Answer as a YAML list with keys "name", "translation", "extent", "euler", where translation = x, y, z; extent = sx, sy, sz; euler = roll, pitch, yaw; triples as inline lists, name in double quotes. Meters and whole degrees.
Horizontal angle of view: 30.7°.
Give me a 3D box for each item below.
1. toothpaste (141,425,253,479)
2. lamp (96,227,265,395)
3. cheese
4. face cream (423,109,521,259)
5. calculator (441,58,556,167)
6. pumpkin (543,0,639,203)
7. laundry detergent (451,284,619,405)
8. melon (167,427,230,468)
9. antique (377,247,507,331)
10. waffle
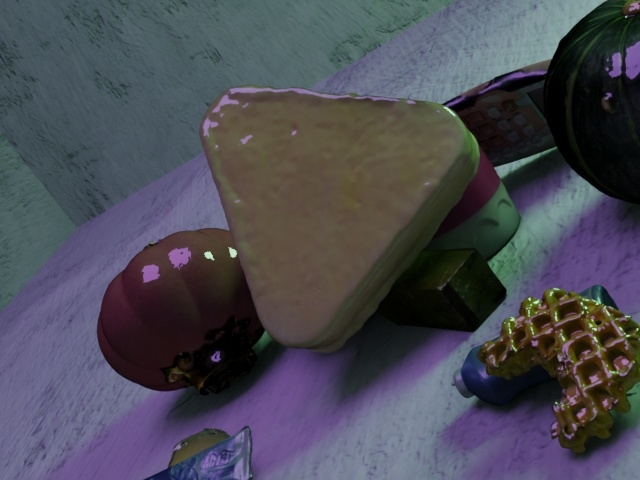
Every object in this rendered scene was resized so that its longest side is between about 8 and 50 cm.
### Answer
- name: "toothpaste"
  translation: [-0.188, 0.313, 1.471]
  extent: [0.268, 0.047, 0.069]
  euler: [-27, 13, 27]
- name: "lamp"
  translation: [-0.204, 0.127, 1.871]
  extent: [0.305, 0.240, 0.305]
  euler: [-28, -24, -14]
- name: "cheese"
  translation: [0.001, -0.024, 1.576]
  extent: [0.384, 0.384, 0.104]
  euler: [-33, -18, 10]
- name: "face cream"
  translation: [0.175, -0.068, 1.712]
  extent: [0.175, 0.195, 0.175]
  euler: [-33, 17, 11]
- name: "calculator"
  translation: [0.290, -0.187, 1.802]
  extent: [0.329, 0.220, 0.048]
  euler: [-21, 62, 21]
- name: "pumpkin"
  translation: [0.435, -0.195, 1.451]
  extent: [0.323, 0.241, 0.323]
  euler: [-34, 19, 13]
- name: "laundry detergent"
  translation: [0.232, 0.124, 1.290]
  extent: [0.206, 0.061, 0.097]
  euler: [-29, 27, 23]
- name: "melon"
  translation: [-0.147, 0.318, 1.528]
  extent: [0.118, 0.064, 0.209]
  euler: [-32, 19, 12]
- name: "antique"
  translation: [0.147, 0.067, 1.594]
  extent: [0.081, 0.080, 0.221]
  euler: [-44, 18, -22]
- name: "waffle"
  translation: [0.242, 0.121, 1.180]
  extent: [0.149, 0.051, 0.194]
  euler: [-51, 36, -9]
